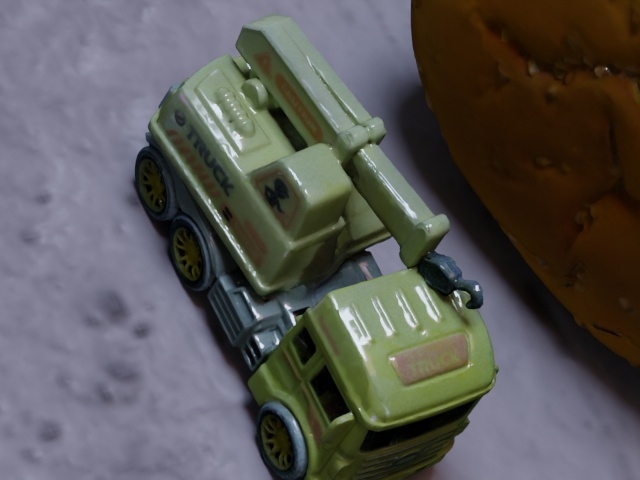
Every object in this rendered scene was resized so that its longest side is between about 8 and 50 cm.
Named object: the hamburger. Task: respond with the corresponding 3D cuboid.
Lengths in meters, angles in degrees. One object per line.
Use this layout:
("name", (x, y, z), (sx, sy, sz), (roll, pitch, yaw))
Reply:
("hamburger", (0.158, -0.058, 0.761), (0.163, 0.244, 0.244), (-27, 75, -36))

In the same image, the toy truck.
("toy truck", (0.000, 0.000, 0.723), (0.077, 0.100, 0.169), (-15, 67, -30))
